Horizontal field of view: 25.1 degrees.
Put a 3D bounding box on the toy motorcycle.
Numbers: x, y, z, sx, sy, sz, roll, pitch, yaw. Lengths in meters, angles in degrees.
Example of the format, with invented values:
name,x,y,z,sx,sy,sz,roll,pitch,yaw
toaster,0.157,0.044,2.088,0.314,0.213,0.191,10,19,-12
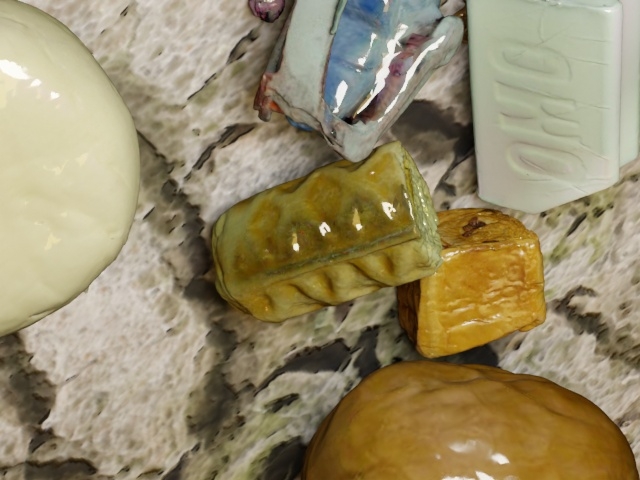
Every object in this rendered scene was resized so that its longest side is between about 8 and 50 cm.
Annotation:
name,x,y,z,sx,sy,sz,roll,pitch,yaw
toy motorcycle,0.066,-0.240,1.479,0.182,0.241,0.319,23,93,-6

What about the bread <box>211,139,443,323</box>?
name,x,y,z,sx,sy,sz,roll,pitch,yaw
bread,0.000,0.000,1.574,0.267,0.130,0.152,-19,95,23

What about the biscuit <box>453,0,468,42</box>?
name,x,y,z,sx,sy,sz,roll,pitch,yaw
biscuit,0.210,-0.272,1.629,0.133,0.027,0.184,-5,110,-12

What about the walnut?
name,x,y,z,sx,sy,sz,roll,pitch,yaw
walnut,0.173,0.294,1.653,0.397,0.354,0.308,11,76,-18

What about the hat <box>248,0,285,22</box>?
name,x,y,z,sx,sy,sz,roll,pitch,yaw
hat,-0.044,-0.329,1.493,0.128,0.140,0.227,2,121,-6

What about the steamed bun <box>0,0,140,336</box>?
name,x,y,z,sx,sy,sz,roll,pitch,yaw
steamed bun,-0.346,-0.089,1.429,0.312,0.233,0.334,-26,122,-8

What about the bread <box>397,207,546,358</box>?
name,x,y,z,sx,sy,sz,roll,pitch,yaw
bread,0.169,0.047,1.670,0.158,0.149,0.143,-11,110,-5

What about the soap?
name,x,y,z,sx,sy,sz,roll,pitch,yaw
soap,0.252,-0.161,1.554,0.095,0.172,0.290,-51,146,-39
